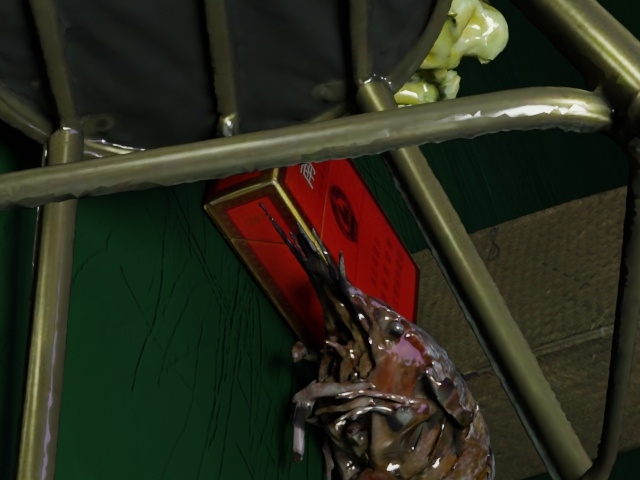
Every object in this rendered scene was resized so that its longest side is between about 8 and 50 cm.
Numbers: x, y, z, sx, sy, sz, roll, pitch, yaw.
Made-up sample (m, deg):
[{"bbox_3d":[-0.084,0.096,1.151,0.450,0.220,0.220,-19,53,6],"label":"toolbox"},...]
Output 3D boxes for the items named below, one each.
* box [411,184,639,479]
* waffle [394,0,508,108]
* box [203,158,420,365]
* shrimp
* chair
[{"bbox_3d":[0.180,0.090,1.365,0.143,0.273,0.184,56,26,-32],"label":"box"},{"bbox_3d":[-0.053,-0.157,0.997,0.317,0.297,0.073,43,42,-36],"label":"waffle"},{"bbox_3d":[0.001,0.000,1.287,0.239,0.074,0.153,56,30,-32],"label":"box"},{"bbox_3d":[0.035,0.116,1.200,0.343,0.145,0.116,63,-4,-31],"label":"shrimp"},{"bbox_3d":[-0.033,-0.013,0.756,0.364,0.362,0.410,83,-4,-49],"label":"chair"}]
